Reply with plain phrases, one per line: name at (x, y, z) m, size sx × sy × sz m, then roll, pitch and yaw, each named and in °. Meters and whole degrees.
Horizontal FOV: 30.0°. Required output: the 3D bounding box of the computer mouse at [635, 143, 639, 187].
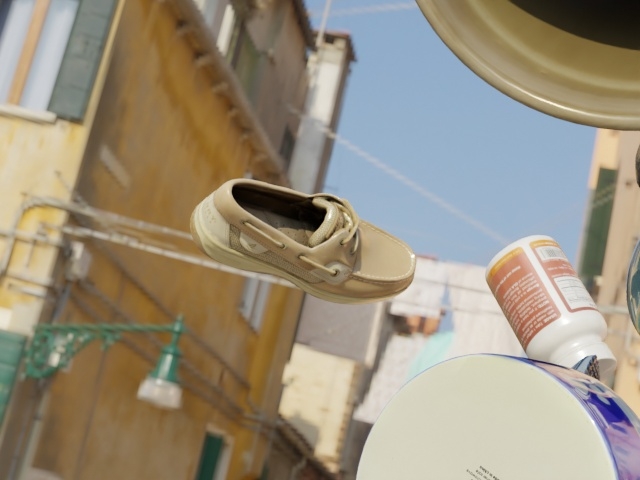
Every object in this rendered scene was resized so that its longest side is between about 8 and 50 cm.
computer mouse at (0.420, -0.142, 1.408) m, size 0.071 × 0.242 × 0.041 m, roll 27°, pitch -26°, yaw -2°

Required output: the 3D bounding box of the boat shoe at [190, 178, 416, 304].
boat shoe at (0.000, 0.000, 1.602) m, size 0.341 × 0.121 × 0.110 m, roll 12°, pitch -35°, yaw -30°

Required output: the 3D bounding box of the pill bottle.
pill bottle at (0.332, 0.108, 1.709) m, size 0.121 × 0.216 × 0.121 m, roll -16°, pitch -35°, yaw -12°

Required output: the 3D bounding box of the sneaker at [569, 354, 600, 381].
sneaker at (0.248, 0.154, 1.236) m, size 0.058 × 0.052 × 0.135 m, roll 3°, pitch 22°, yaw 33°

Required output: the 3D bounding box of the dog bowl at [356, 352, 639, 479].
dog bowl at (0.163, 0.234, 1.057) m, size 0.265 × 0.264 × 0.104 m, roll 1°, pitch -11°, yaw 38°

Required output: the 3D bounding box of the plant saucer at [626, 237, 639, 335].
plant saucer at (0.353, 0.016, 1.100) m, size 0.037 × 0.195 × 0.195 m, roll 29°, pitch -21°, yaw -34°

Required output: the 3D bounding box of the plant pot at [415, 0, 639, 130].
plant pot at (0.248, -0.271, 0.854) m, size 0.323 × 0.323 × 0.280 m, roll 5°, pitch 24°, yaw 28°
